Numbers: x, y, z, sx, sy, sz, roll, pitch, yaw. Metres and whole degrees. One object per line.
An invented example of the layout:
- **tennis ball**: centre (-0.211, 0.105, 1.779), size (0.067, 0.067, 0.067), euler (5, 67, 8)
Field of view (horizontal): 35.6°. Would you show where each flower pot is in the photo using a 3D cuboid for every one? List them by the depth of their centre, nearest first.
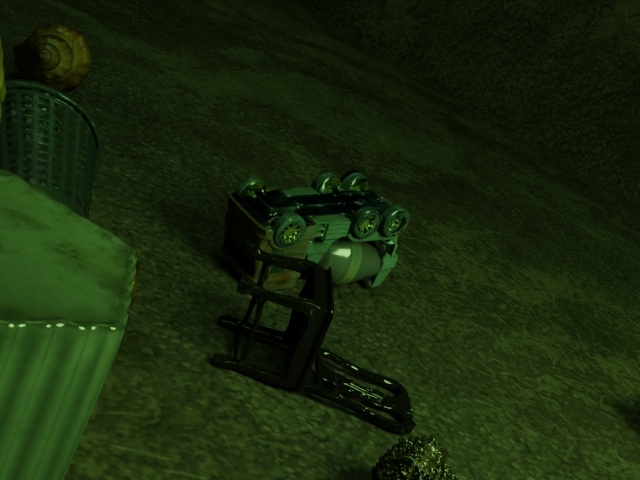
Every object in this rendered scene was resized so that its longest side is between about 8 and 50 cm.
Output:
- **flower pot**: centre (-0.252, 0.071, 0.656), size (0.209, 0.189, 0.239), euler (21, 21, -13)

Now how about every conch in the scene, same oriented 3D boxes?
- **conch**: centre (-0.389, -0.261, 1.486), size (0.093, 0.109, 0.330), euler (64, -4, -4)

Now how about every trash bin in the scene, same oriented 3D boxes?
- **trash bin**: centre (-0.293, -0.038, 0.953), size (0.175, 0.175, 0.161), euler (15, 35, -29)

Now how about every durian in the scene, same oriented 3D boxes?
- **durian**: centre (0.089, 0.212, 0.881), size (0.080, 0.080, 0.091), euler (36, 43, 27)

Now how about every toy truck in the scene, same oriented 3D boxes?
- **toy truck**: centre (0.000, 0.000, 1.246), size (0.257, 0.140, 0.108), euler (-7, 36, -37)

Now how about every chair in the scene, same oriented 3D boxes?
- **chair**: centre (0.010, 0.102, 1.027), size (0.229, 0.113, 0.106), euler (19, 22, -9)

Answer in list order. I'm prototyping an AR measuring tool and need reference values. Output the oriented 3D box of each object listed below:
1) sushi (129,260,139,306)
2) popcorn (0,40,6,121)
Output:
- **sushi**: centre (-0.213, 0.035, 1.002), size (0.060, 0.061, 0.118), euler (11, 3, -14)
- **popcorn**: centre (-0.416, -0.163, 0.735), size (0.344, 0.354, 0.390), euler (-23, 87, -31)
